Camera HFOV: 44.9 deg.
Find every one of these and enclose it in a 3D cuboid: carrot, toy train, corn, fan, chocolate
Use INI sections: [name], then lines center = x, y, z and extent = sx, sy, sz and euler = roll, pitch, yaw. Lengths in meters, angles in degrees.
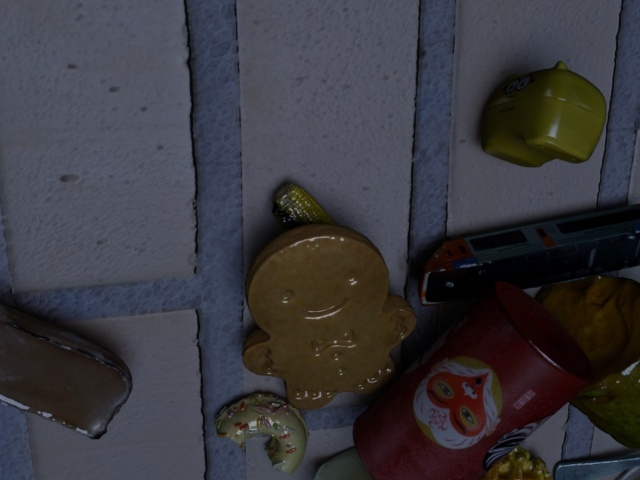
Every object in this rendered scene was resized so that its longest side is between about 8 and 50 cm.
[carrot]
center = 0.524, 0.211, 1.283
extent = 0.341, 0.241, 0.241
euler = 34, 98, -20
[toy train]
center = 0.345, 0.021, 1.250
extent = 0.409, 0.089, 0.086
euler = -10, 133, -9
[corn]
center = 0.000, 0.000, 1.171
extent = 0.072, 0.072, 0.203
euler = -38, 113, 2
[fan]
center = 0.581, 0.425, 1.473
extent = 0.282, 0.023, 0.057
euler = -9, 105, -2
[chocolate]
center = -0.400, 0.176, 1.130
extent = 0.261, 0.083, 0.161
euler = 32, 116, -21

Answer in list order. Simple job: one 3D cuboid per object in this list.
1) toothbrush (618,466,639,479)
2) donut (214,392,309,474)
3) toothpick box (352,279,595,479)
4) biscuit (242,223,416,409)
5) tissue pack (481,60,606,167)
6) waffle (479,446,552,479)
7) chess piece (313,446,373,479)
[toothbrush]
center = 0.642, 0.408, 1.497
extent = 0.024, 0.021, 0.288
euler = 36, 98, -33
[donut]
center = -0.080, 0.312, 1.263
extent = 0.166, 0.065, 0.108
euler = 41, 98, -22
[toothpick box]
center = 0.230, 0.246, 1.204
extent = 0.204, 0.204, 0.333
euler = 33, 112, -22
[biscuit]
center = 0.011, 0.126, 1.173
extent = 0.275, 0.052, 0.355
euler = -12, 129, -4
[tissue pack]
center = 0.323, -0.179, 1.125
extent = 0.123, 0.178, 0.127
euler = 20, 85, -20
[waffle]
center = 0.286, 0.509, 1.422
extent = 0.325, 0.068, 0.302
euler = -42, 113, 2
[chess piece]
center = 0.085, 0.542, 1.340
extent = 0.182, 0.182, 0.330
euler = -8, 117, -10
